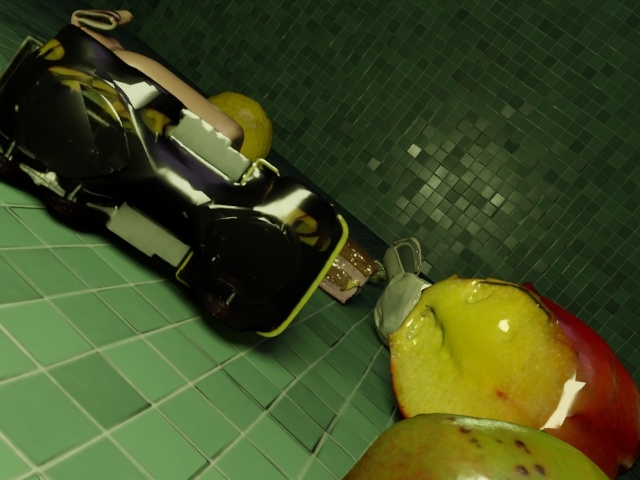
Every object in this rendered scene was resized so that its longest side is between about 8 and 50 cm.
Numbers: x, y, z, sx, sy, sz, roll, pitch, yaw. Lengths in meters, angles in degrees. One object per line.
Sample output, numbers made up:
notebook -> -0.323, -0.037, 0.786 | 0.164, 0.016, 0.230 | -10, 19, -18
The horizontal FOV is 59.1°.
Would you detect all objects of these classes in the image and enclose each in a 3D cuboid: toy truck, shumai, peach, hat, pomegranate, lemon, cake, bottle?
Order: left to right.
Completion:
bottle -> -0.271, -0.205, 0.868 | 0.296, 0.206, 0.173 | 38, 32, 1
toy truck -> -0.174, -0.067, 0.671 | 0.405, 0.181, 0.254 | 35, 1, -4
lemon -> -0.214, -0.250, 1.347 | 0.204, 0.204, 0.260 | 38, 10, -7
cake -> -0.007, 0.014, 1.120 | 0.295, 0.116, 0.113 | 37, 8, -12
shumai -> 0.132, 0.095, 1.528 | 0.083, 0.082, 0.080 | 29, 42, 23
hat -> 0.175, 0.126, 1.103 | 0.232, 0.161, 0.275 | 62, 4, -34
pomegranate -> 0.082, 0.191, 0.343 | 0.198, 0.198, 0.246 | 37, 7, -14
peach -> 0.226, 0.183, 0.725 | 0.338, 0.281, 0.281 | 48, 12, 27
